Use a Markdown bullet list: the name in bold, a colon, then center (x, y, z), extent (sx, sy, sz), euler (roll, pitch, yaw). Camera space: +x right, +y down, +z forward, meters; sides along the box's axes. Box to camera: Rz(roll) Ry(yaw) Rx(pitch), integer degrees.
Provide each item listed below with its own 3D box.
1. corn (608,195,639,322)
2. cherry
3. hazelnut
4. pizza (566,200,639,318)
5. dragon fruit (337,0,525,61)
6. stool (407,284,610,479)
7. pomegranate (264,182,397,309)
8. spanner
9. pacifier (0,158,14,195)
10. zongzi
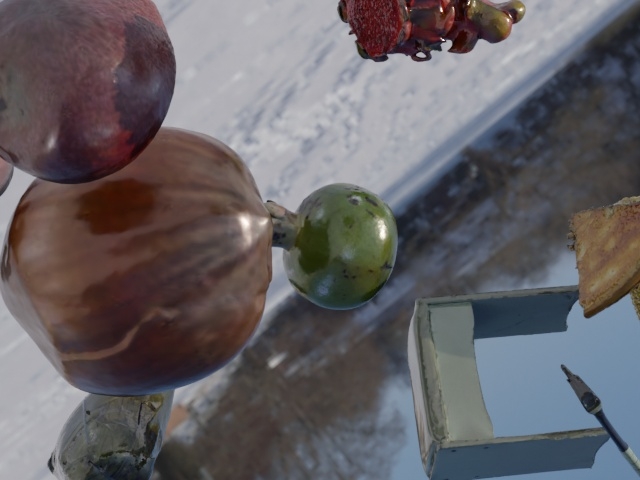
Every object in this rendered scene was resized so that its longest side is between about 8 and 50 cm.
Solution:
- **corn**: center (0.514, 0.078, 2.067), extent (0.106, 0.305, 0.106), euler (-27, -176, 2)
- **cherry**: center (-0.270, -0.175, 1.526), extent (0.239, 0.239, 0.206), euler (-33, 137, -64)
- **hazelnut**: center (-0.231, 0.026, 1.765), extent (0.372, 0.372, 0.315), euler (-40, 164, 14)
- **pizza**: center (0.415, 0.003, 1.910), extent (0.201, 0.053, 0.193), euler (-48, -151, 13)
- **dragon fruit**: center (0.113, -0.250, 1.459), extent (0.133, 0.207, 0.150), euler (91, 11, -49)
- **stool**: center (0.279, 0.220, 2.102), extent (0.269, 0.244, 0.170), euler (-4, 153, -3)
- **pomegranate**: center (0.004, 0.013, 1.919), extent (0.210, 0.179, 0.179), euler (-9, 174, -4)
- **spanner**: center (0.415, 0.281, 1.890), extent (0.024, 0.316, 0.087), euler (-39, -152, 3)
- **pacifier**: center (-0.543, -0.043, 1.761), extent (0.220, 0.273, 0.332), euler (-15, -157, 46)
- **zongzi**: center (-0.303, 0.285, 2.335), extent (0.360, 0.160, 0.323), euler (-52, -166, -14)
